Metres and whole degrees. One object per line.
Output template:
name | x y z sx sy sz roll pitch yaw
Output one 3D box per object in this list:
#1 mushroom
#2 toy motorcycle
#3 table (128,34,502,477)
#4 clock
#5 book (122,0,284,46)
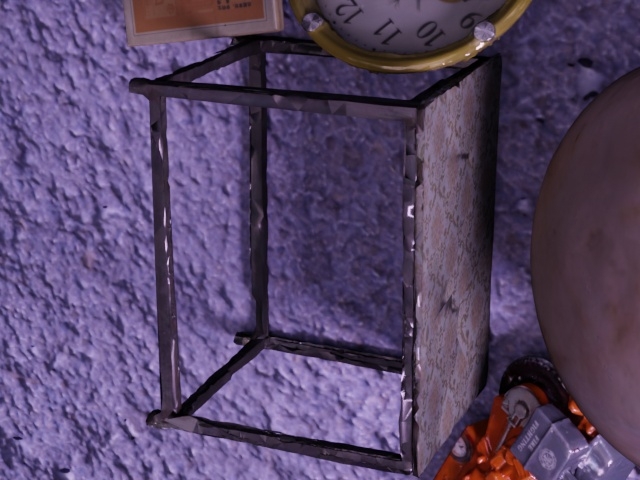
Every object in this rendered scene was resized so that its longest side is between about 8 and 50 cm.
mushroom | 0.342 0.023 1.143 0.362 0.295 0.362 24 118 56
toy motorcycle | 0.204 0.270 1.363 0.221 0.148 0.325 47 130 29
table | 0.000 0.000 1.309 0.272 0.222 0.334 8 111 21
clock | 0.085 -0.241 1.232 0.237 0.057 0.237 -5 70 15
book | -0.122 -0.311 1.349 0.170 0.018 0.241 -2 98 26
